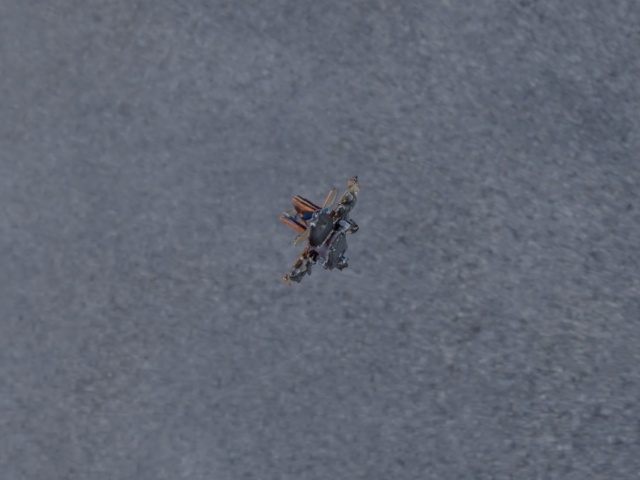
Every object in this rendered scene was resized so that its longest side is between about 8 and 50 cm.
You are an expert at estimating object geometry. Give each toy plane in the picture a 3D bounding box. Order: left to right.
[{"bbox_3d":[0.009,0.006,1.172,0.062,0.188,0.135,31,76,26],"label":"toy plane"}]
